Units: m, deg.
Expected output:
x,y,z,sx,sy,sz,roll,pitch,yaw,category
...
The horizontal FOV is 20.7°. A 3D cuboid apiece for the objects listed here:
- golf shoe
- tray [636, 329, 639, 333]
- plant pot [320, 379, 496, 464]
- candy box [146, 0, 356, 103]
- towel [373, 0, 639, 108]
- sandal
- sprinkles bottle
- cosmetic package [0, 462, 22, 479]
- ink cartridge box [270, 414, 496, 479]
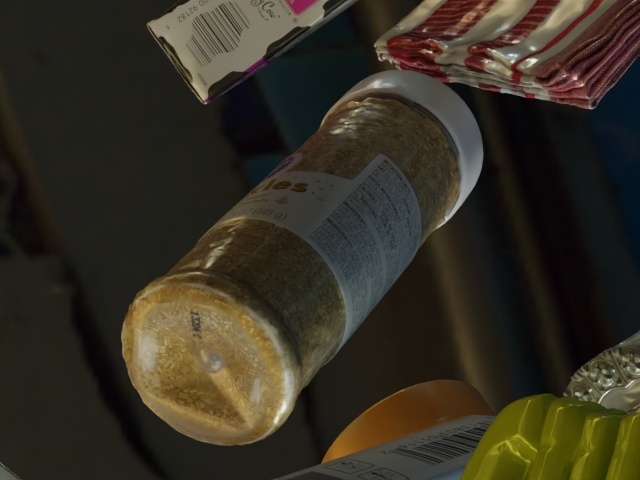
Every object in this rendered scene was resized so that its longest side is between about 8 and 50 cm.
x,y,z,sx,sy,sz,roll,pitch,yaw,category
0.245,0.076,1.186,0.176,0.086,0.069,-36,-90,36,golf shoe
0.317,0.103,1.377,0.145,0.270,0.030,20,-66,23,tray
0.128,0.280,1.807,0.188,0.205,0.205,55,-38,37,plant pot
0.010,-0.196,1.189,0.071,0.233,0.159,53,19,-5,candy box
0.182,-0.206,1.290,0.237,0.037,0.329,-47,-157,-9,towel
0.203,0.141,0.864,0.317,0.138,0.126,-1,-117,63,sandal
0.000,0.000,1.191,0.355,0.121,0.121,-48,156,-54,sprinkles bottle
-0.297,0.217,1.478,0.115,0.041,0.060,-6,-135,58,cosmetic package
0.039,0.337,1.195,0.091,0.308,0.384,7,-77,43,ink cartridge box
